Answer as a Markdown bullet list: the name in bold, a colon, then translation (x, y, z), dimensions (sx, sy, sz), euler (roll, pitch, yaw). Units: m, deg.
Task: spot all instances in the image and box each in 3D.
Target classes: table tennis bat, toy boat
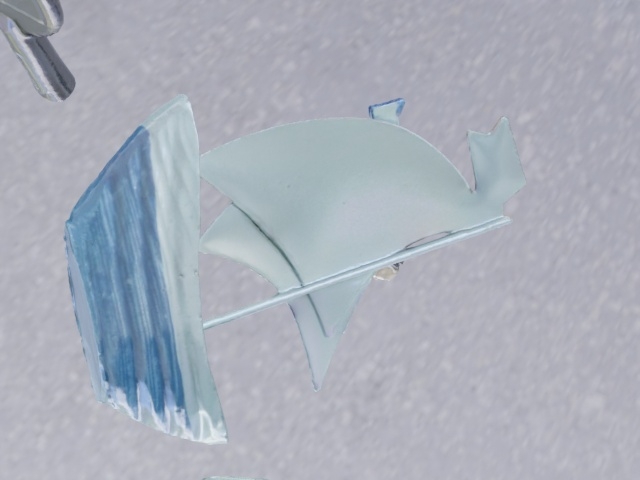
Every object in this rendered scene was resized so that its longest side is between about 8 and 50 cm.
- **table tennis bat**: translation (-0.223, -0.173, 1.340), dimensions (0.150, 0.027, 0.236), euler (30, 161, 30)
- **toy boat**: translation (-0.008, -0.006, 0.558), dimensions (0.149, 0.034, 0.105), euler (-35, 124, -7)

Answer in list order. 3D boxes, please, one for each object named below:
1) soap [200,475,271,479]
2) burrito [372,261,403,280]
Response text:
- **soap**: translation (0.010, 0.166, 0.513), dimensions (0.063, 0.115, 0.198), euler (-34, 57, 41)
- **burrito**: translation (0.015, -0.003, 1.428), dimensions (0.051, 0.171, 0.042), euler (34, 94, -19)
